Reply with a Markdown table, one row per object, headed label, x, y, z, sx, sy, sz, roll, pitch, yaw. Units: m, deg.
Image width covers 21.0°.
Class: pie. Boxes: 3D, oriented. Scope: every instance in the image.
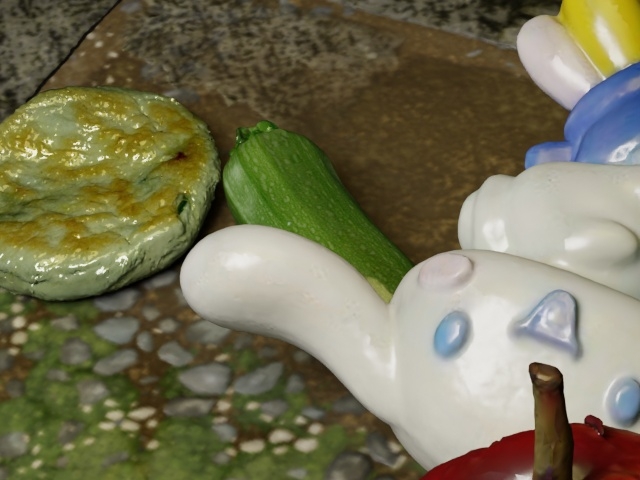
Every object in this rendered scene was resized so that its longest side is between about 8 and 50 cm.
| label | x | y | z | sx | sy | sz | roll | pitch | yaw |
| --- | --- | --- | --- | --- | --- | --- | --- | --- | --- |
| pie | -0.153 | -0.034 | 1.125 | 0.187 | 0.041 | 0.187 | -4 | 46 | 4 |

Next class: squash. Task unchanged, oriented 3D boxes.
| label | x | y | z | sx | sy | sz | roll | pitch | yaw |
| --- | --- | --- | --- | --- | --- | --- | --- | --- | --- |
| squash | 0.000 | 0.000 | 1.051 | 0.077 | 0.068 | 0.219 | -19 | 47 | -18 |

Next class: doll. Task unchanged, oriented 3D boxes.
| label | x | y | z | sx | sy | sz | roll | pitch | yaw |
| --- | --- | --- | --- | --- | --- | --- | --- | --- | --- |
| doll | 0.171 | 0.019 | 0.917 | 0.376 | 0.187 | 0.365 | 42 | 67 | -1 |

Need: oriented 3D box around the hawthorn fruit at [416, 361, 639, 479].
| label | x | y | z | sx | sy | sz | roll | pitch | yaw |
| --- | --- | --- | --- | --- | --- | --- | --- | --- | --- |
| hawthorn fruit | 0.102 | 0.165 | 0.690 | 0.210 | 0.266 | 0.230 | 20 | 32 | 32 |
